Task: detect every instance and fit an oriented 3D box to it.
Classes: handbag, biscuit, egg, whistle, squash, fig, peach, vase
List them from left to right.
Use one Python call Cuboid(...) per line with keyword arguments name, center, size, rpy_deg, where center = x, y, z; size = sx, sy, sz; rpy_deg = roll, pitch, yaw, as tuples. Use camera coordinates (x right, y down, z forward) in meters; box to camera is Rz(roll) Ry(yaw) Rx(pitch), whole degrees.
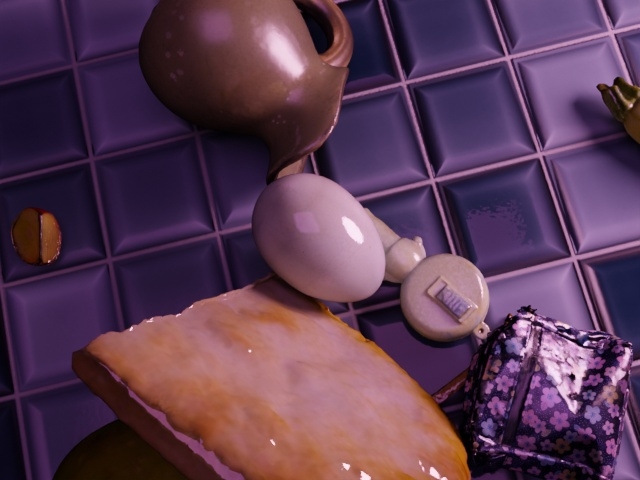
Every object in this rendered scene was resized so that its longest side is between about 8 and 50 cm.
Cuboid(name="peach", center=(-0.417, -0.004, 1.372), size=(0.077, 0.050, 0.083), rpy_deg=(-47, 66, 14))
Cuboid(name="fig", center=(-0.178, 0.324, 1.168), size=(0.326, 0.258, 0.258), rpy_deg=(-31, 74, -18))
Cuboid(name="vase", center=(-0.073, -0.273, 1.360), size=(0.302, 0.241, 0.329), rpy_deg=(39, 56, 1))
Cuboid(name="biscuit", center=(-0.015, 0.214, 1.131), size=(0.446, 0.429, 0.104), rpy_deg=(37, 113, 12))
Cuboid(name="egg", center=(0.000, 0.000, 1.269), size=(0.209, 0.151, 0.151), rpy_deg=(43, 80, -10))
Cuboid(name="whistle", center=(0.142, 0.048, 1.318), size=(0.258, 0.067, 0.126), rpy_deg=(43, 82, 16))
Cuboid(name="handbag", center=(0.297, 0.213, 1.227), size=(0.208, 0.127, 0.228), rpy_deg=(16, 74, 5))
Cuboid(name="squash", center=(0.533, -0.151, 1.341), size=(0.288, 0.137, 0.137), rpy_deg=(16, 75, 20))

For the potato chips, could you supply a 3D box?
Cuboid(name="potato chips", center=(0.207, 0.182, 1.297), size=(0.204, 0.026, 0.037), rpy_deg=(-42, 72, -8))
